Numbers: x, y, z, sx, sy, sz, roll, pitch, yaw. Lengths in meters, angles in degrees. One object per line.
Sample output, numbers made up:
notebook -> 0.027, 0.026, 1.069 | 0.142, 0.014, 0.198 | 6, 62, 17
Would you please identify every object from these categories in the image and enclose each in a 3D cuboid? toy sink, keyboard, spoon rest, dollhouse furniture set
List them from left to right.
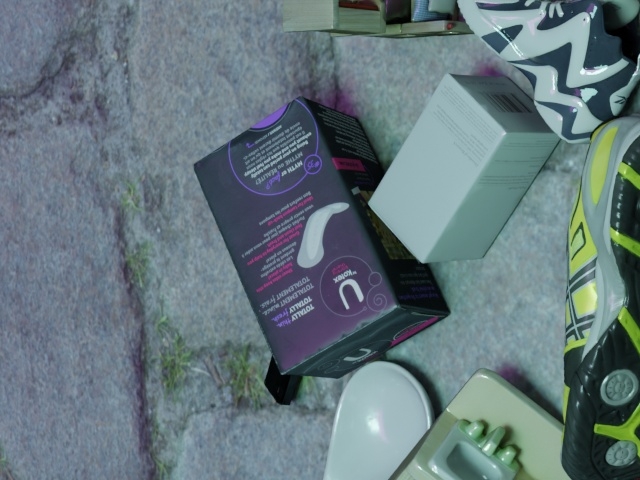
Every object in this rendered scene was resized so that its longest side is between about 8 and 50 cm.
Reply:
keyboard -> -0.015, 0.112, 1.958 | 0.100, 0.038, 0.192 | -129, 51, -58
spoon rest -> 0.053, 0.269, 1.858 | 0.137, 0.084, 0.276 | 32, 115, 38
dollhouse furniture set -> 0.070, -0.285, 1.734 | 0.129, 0.184, 0.129 | 3, 95, 44
toy sink -> 0.148, 0.278, 1.697 | 0.153, 0.131, 0.234 | 38, 121, 4

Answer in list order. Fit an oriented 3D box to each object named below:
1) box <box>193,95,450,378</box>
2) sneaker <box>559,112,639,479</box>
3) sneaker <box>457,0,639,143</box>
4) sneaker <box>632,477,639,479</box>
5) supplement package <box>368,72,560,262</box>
box -> 0.000, 0.000, 1.824 | 0.165, 0.143, 0.270 | -31, 70, 21
sneaker -> 0.305, 0.061, 1.592 | 0.147, 0.145, 0.384 | -125, 41, -68
sneaker -> 0.246, -0.229, 1.631 | 0.153, 0.094, 0.235 | -46, 62, 34
sneaker -> 0.272, 0.352, 1.639 | 0.121, 0.112, 0.299 | 37, 138, 5
supplement package -> 0.152, -0.076, 1.724 | 0.105, 0.105, 0.179 | 49, 123, 30
